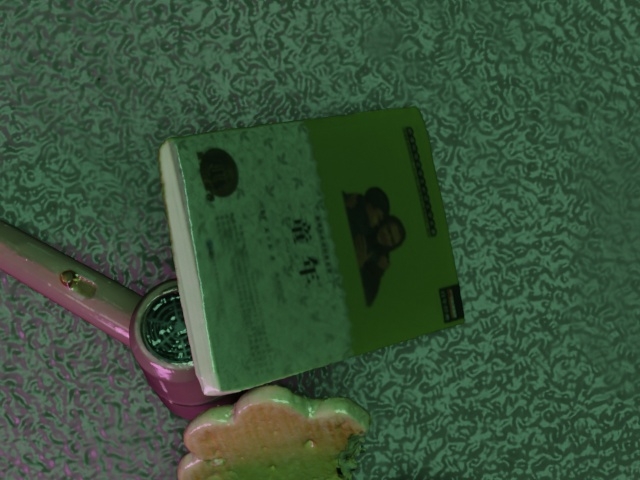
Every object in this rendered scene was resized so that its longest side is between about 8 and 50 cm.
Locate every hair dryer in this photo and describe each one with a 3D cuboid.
[{"bbox_3d":[-0.230,0.054,1.612,0.344,0.189,0.106,27,75,12],"label":"hair dryer"}]

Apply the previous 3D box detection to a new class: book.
[{"bbox_3d":[0.000,0.000,1.572,0.352,0.035,0.239,-12,91,-44],"label":"book"}]

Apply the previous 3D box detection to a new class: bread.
[{"bbox_3d":[-0.048,0.215,1.605,0.182,0.251,0.039,10,51,-2],"label":"bread"}]
